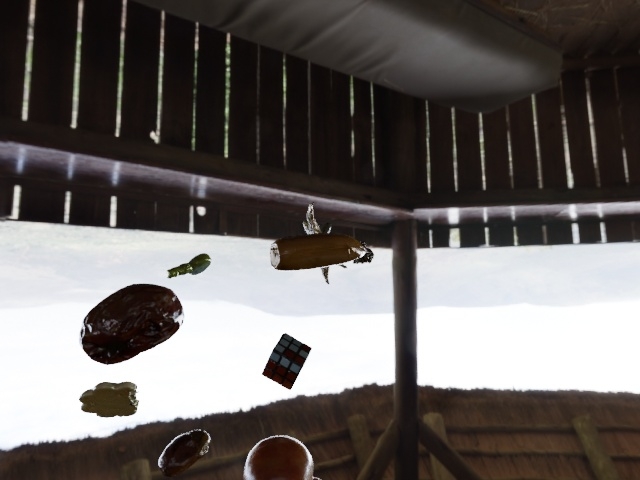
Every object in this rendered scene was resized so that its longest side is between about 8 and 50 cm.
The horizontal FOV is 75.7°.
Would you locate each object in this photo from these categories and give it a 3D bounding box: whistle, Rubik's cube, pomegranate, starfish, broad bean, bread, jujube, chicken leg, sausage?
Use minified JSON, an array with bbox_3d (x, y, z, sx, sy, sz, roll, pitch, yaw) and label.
[{"bbox_3d":[-0.512,0.101,1.599,0.198,0.057,0.104,-18,154,-52],"label":"whistle"},{"bbox_3d":[-0.154,0.552,1.892,0.163,0.160,0.162,28,-157,8],"label":"Rubik's cube"},{"bbox_3d":[-0.123,0.802,1.384,0.271,0.229,0.252,2,-143,1],"label":"pomegranate"},{"bbox_3d":[0.013,0.023,1.617,0.084,0.293,0.301,-18,168,-16],"label":"starfish"},{"bbox_3d":[-0.590,0.919,1.792,0.228,0.122,0.156,-34,-164,-28],"label":"broad bean"},{"bbox_3d":[-0.715,0.539,1.398,0.182,0.039,0.250,5,135,-17],"label":"bread"},{"bbox_3d":[-0.739,0.322,1.625,0.377,0.276,0.276,-32,177,-8],"label":"jujube"},{"bbox_3d":[0.163,0.048,1.862,0.080,0.125,0.196,-33,149,34],"label":"chicken leg"},{"bbox_3d":[0.011,0.029,1.199,0.328,0.112,0.112,-4,176,-28],"label":"sausage"}]

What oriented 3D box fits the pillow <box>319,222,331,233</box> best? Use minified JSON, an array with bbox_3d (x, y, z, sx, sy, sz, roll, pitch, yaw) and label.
[{"bbox_3d":[-0.026,0.019,1.870,0.051,0.241,0.093,39,152,-26],"label":"pillow"}]
